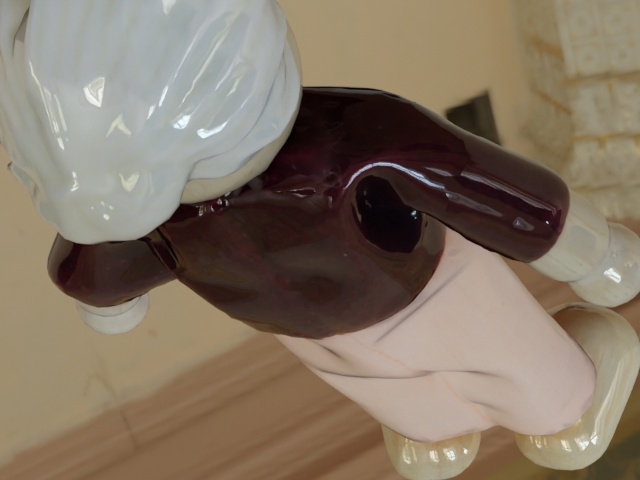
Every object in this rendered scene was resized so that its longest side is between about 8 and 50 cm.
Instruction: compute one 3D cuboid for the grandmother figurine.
[{"bbox_3d":[0.000,0.000,0.487,0.208,0.342,0.104,-17,-119,17],"label":"grandmother figurine"}]
